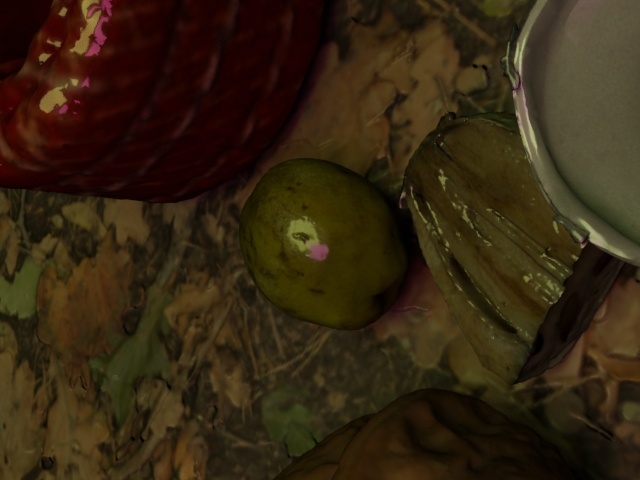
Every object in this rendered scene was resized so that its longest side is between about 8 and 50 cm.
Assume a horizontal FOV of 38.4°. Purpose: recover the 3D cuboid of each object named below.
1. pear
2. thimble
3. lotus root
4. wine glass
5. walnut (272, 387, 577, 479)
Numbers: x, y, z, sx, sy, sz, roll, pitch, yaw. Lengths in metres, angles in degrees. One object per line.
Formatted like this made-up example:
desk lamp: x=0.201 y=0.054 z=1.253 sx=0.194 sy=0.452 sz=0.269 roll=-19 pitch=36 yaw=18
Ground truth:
pear: x=0.000 y=0.000 z=0.614 sx=0.131 sy=0.107 sz=0.107 roll=46 pitch=114 yaw=24
thimble: x=-0.171 y=-0.202 z=0.693 sx=0.350 sy=0.230 sz=0.350 roll=-3 pitch=84 yaw=37
lotus root: x=0.118 y=-0.015 z=0.543 sx=0.144 sy=0.070 sz=0.143 roll=50 pitch=131 yaw=30
wine glass: x=0.197 y=-0.061 z=0.401 sx=0.165 sy=0.196 sz=0.165 roll=-3 pitch=86 yaw=41
walnut: x=0.053 y=0.180 z=0.486 sx=0.213 sy=0.213 sz=0.213 roll=-4 pitch=83 yaw=39
